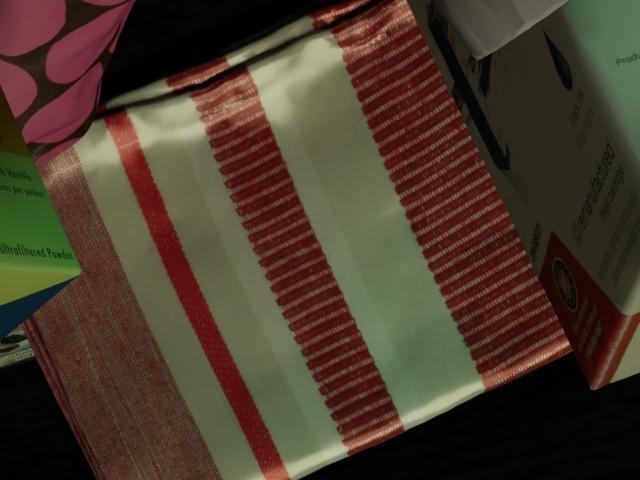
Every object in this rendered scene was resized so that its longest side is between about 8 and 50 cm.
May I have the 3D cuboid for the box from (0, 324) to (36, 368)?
[{"bbox_3d":[-0.152,0.036,1.177,0.137,0.027,0.094,-15,155,-26],"label":"box"}]

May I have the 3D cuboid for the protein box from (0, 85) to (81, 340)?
[{"bbox_3d":[-0.232,-0.023,0.701,0.200,0.201,0.136,-37,156,27],"label":"protein box"}]

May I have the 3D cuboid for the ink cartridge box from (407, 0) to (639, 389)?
[{"bbox_3d":[0.130,-0.099,0.849,0.114,0.273,0.197,-19,158,-9],"label":"ink cartridge box"}]

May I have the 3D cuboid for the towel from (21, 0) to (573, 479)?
[{"bbox_3d":[0.000,0.000,1.006,0.329,0.237,0.037,-25,-168,-4],"label":"towel"}]

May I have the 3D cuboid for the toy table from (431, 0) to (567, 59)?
[{"bbox_3d":[0.111,-0.203,0.642,0.274,0.161,0.252,-38,-176,-36],"label":"toy table"}]

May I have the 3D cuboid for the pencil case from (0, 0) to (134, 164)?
[{"bbox_3d":[-0.112,-0.114,0.792,0.098,0.095,0.209,-31,167,-35],"label":"pencil case"}]
